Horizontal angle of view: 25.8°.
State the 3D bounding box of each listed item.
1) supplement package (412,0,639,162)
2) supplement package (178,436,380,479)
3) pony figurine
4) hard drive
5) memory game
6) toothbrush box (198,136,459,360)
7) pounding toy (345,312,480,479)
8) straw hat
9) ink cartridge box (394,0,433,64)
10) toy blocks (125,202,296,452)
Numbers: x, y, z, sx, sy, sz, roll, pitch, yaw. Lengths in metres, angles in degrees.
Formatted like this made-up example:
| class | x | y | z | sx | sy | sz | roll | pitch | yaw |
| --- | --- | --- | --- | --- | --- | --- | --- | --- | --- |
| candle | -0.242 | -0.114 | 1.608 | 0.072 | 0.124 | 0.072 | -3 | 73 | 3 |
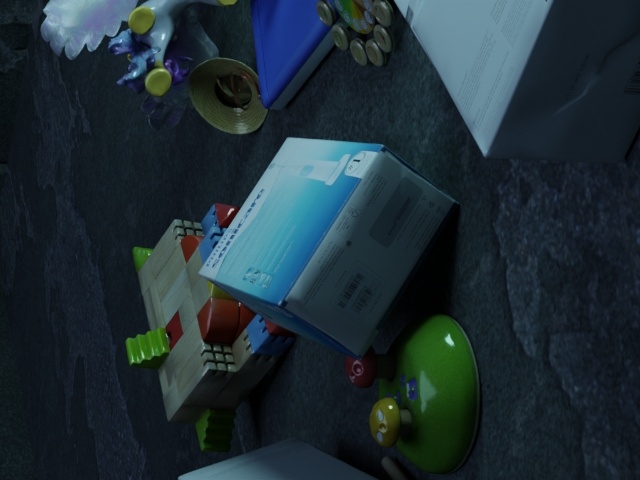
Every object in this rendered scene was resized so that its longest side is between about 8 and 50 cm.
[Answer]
| class | x | y | z | sx | sy | sz | roll | pitch | yaw |
| --- | --- | --- | --- | --- | --- | --- | --- | --- | --- |
| supplement package | 0.207 | -0.208 | 1.262 | 0.203 | 0.149 | 0.194 | -112 | 32 | -43 |
| supplement package | -0.036 | 0.371 | 1.706 | 0.293 | 0.175 | 0.177 | 7 | 111 | 67 |
| pony figurine | -0.258 | -0.359 | 2.261 | 0.351 | 0.303 | 0.363 | -51 | 19 | 14 |
| hard drive | -0.023 | -0.347 | 1.963 | 0.318 | 0.040 | 0.210 | 136 | 131 | -59 |
| memory game | 0.035 | -0.301 | 1.750 | 0.186 | 0.012 | 0.186 | 46 | 153 | 32 |
| toothbrush box | 0.000 | 0.000 | 1.666 | 0.216 | 0.126 | 0.295 | -58 | 23 | -9 |
| pounding toy | 0.085 | 0.198 | 1.585 | 0.183 | 0.110 | 0.237 | -135 | 50 | -60 |
| straw hat | -0.129 | -0.239 | 2.175 | 0.061 | 0.144 | 0.144 | -57 | -4 | -44 |
| ink cartridge box | 0.150 | -0.295 | 1.481 | 0.218 | 0.092 | 0.158 | -111 | 31 | -46 |
| toy blocks | -0.161 | 0.090 | 2.140 | 0.261 | 0.190 | 0.381 | -52 | 42 | 38 |
